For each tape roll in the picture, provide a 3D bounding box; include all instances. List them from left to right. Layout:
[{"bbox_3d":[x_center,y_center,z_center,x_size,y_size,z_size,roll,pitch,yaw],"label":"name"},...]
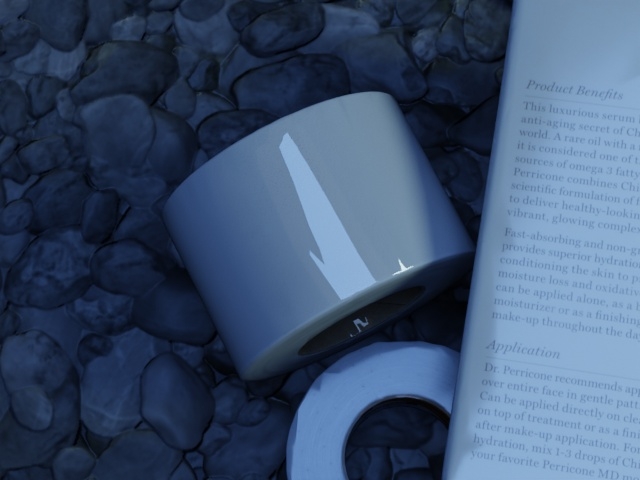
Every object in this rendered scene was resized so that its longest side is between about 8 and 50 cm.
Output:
[{"bbox_3d":[0.000,0.000,1.342,0.246,0.246,0.169,-26,77,-5],"label":"tape roll"},{"bbox_3d":[0.077,0.205,1.381,0.219,0.072,0.219,0,78,1],"label":"tape roll"}]

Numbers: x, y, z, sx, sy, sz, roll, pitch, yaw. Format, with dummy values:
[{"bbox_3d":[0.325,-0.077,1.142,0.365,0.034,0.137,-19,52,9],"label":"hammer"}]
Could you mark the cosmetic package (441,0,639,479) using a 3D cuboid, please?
[{"bbox_3d":[0.247,0.014,1.256,0.230,0.161,0.453,9,78,9],"label":"cosmetic package"}]
